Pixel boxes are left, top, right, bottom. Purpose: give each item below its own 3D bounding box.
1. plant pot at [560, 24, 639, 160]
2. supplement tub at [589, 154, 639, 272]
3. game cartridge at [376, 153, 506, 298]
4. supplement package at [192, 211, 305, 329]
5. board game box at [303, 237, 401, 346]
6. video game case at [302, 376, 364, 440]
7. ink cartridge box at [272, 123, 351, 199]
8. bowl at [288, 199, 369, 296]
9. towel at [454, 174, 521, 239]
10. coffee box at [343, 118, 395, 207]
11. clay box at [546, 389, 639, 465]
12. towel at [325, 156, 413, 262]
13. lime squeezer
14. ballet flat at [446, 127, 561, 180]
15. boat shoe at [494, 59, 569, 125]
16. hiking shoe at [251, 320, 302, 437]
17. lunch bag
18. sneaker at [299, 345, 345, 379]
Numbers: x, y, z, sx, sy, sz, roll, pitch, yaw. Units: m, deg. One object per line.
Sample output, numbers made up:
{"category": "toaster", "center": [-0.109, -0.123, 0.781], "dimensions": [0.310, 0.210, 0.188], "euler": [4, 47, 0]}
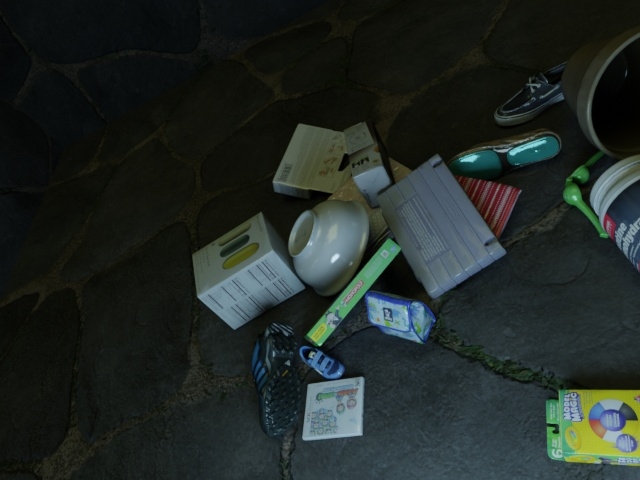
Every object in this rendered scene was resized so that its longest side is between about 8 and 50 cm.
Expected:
{"category": "plant pot", "center": [0.759, -0.390, 1.378], "dimensions": [0.323, 0.323, 0.280], "euler": [-30, 26, 9]}
{"category": "supplement tub", "center": [0.714, -0.035, 1.141], "dimensions": [0.191, 0.191, 0.272], "euler": [-27, 42, 12]}
{"category": "game cartridge", "center": [0.309, -0.043, 1.471], "dimensions": [0.230, 0.068, 0.355], "euler": [-38, 52, 20]}
{"category": "supplement package", "center": [-0.223, 0.093, 1.676], "dimensions": [0.262, 0.198, 0.199], "euler": [-31, 41, 8]}
{"category": "board game box", "center": [0.077, 0.143, 1.434], "dimensions": [0.046, 0.213, 0.317], "euler": [41, 78, 5]}
{"category": "video game case", "center": [0.033, 0.413, 1.345], "dimensions": [0.157, 0.019, 0.143], "euler": [-14, 47, 24]}
{"category": "ink cartridge box", "center": [-0.001, -0.277, 1.959], "dimensions": [0.261, 0.066, 0.296], "euler": [13, 58, 12]}
{"category": "bowl", "center": [0.000, 0.000, 1.560], "dimensions": [0.298, 0.134, 0.298], "euler": [-42, 36, 41]}
{"category": "towel", "center": [0.387, -0.080, 1.498], "dimensions": [0.275, 0.031, 0.199], "euler": [20, 82, 43]}
{"category": "coffee box", "center": [0.154, -0.240, 1.682], "dimensions": [0.098, 0.141, 0.246], "euler": [-22, 44, 15]}
{"category": "clay box", "center": [0.538, 0.348, 1.024], "dimensions": [0.222, 0.053, 0.127], "euler": [-8, 49, 28]}
{"category": "towel", "center": [0.158, -0.115, 1.710], "dimensions": [0.332, 0.053, 0.317], "euler": [-43, 41, -8]}
{"category": "lime squeezer", "center": [0.673, -0.145, 1.373], "dimensions": [0.110, 0.059, 0.310], "euler": [-1, 52, 35]}
{"category": "ballet flat", "center": [0.516, -0.244, 1.556], "dimensions": [0.316, 0.107, 0.106], "euler": [-11, 28, 21]}
{"category": "boat shoe", "center": [0.654, -0.449, 1.623], "dimensions": [0.301, 0.102, 0.108], "euler": [-24, 43, 15]}
{"category": "hiking shoe", "center": [-0.123, 0.373, 1.451], "dimensions": [0.132, 0.113, 0.304], "euler": [-42, 37, 44]}
{"category": "lunch bag", "center": [0.192, 0.179, 1.344], "dimensions": [0.129, 0.151, 0.096], "euler": [9, 59, 39]}
{"category": "sneaker", "center": [0.000, 0.317, 1.425], "dimensions": [0.144, 0.059, 0.053], "euler": [15, 61, 41]}
